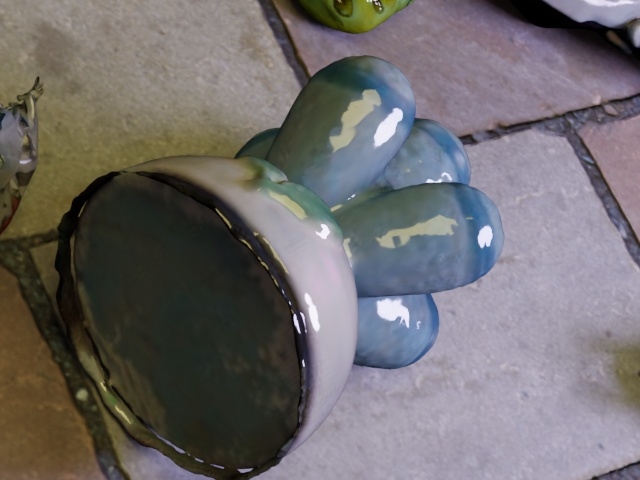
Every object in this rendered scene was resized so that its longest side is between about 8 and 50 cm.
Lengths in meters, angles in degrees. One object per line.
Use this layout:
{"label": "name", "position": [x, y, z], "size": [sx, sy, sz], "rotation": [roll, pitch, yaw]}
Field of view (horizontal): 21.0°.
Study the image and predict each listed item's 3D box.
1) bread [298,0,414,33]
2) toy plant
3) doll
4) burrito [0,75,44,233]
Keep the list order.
{"label": "bread", "position": [0.033, -0.247, 1.506], "size": [0.139, 0.071, 0.130], "rotation": [-16, 65, -33]}
{"label": "toy plant", "position": [0.000, 0.000, 1.264], "size": [0.332, 0.247, 0.247], "rotation": [-30, 77, -43]}
{"label": "doll", "position": [0.252, -0.224, 1.581], "size": [0.316, 0.103, 0.145], "rotation": [32, 48, -12]}
{"label": "burrito", "position": [-0.318, 0.010, 1.159], "size": [0.139, 0.101, 0.445], "rotation": [34, 50, 17]}
